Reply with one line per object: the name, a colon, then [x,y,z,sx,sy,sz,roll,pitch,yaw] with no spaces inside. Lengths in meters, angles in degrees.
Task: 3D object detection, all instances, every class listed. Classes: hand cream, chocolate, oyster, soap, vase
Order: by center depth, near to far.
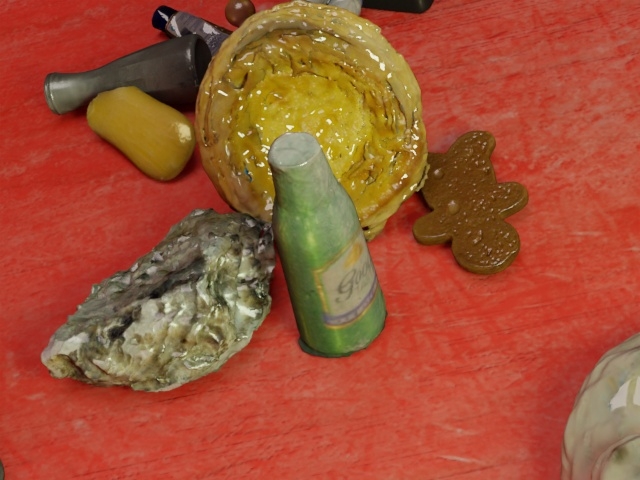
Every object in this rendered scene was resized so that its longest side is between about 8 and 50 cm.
chocolate: [0.000,0.000,1.666,0.110,0.291,0.110,-6,50,8]
oyster: [-0.165,0.070,1.776,0.198,0.112,0.268,21,61,31]
soap: [-0.221,-0.140,2.006,0.168,0.033,0.089,39,96,30]
vase: [-0.248,-0.205,2.068,0.214,0.086,0.086,-9,48,15]
hand cream: [-0.152,-0.270,2.126,0.163,0.039,0.062,25,59,26]

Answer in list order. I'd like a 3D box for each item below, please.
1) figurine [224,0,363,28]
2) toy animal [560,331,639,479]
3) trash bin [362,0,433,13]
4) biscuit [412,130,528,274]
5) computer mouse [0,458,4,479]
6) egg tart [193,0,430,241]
figurine: [-0.041,-0.241,2.003,0.193,0.133,0.274,20,48,-22]
toy animal: [0.324,0.175,1.475,0.308,0.188,0.266,-51,42,-8]
trash bin: [0.064,-0.407,2.049,0.165,0.225,0.115,9,53,23]
biscuit: [0.167,-0.035,1.823,0.138,0.031,0.205,-24,46,1]
computer mouse: [-0.427,0.240,1.722,0.167,0.090,0.379,-24,53,-6]
egg tart: [-0.004,-0.132,1.841,0.290,0.291,0.107,-12,15,6]
